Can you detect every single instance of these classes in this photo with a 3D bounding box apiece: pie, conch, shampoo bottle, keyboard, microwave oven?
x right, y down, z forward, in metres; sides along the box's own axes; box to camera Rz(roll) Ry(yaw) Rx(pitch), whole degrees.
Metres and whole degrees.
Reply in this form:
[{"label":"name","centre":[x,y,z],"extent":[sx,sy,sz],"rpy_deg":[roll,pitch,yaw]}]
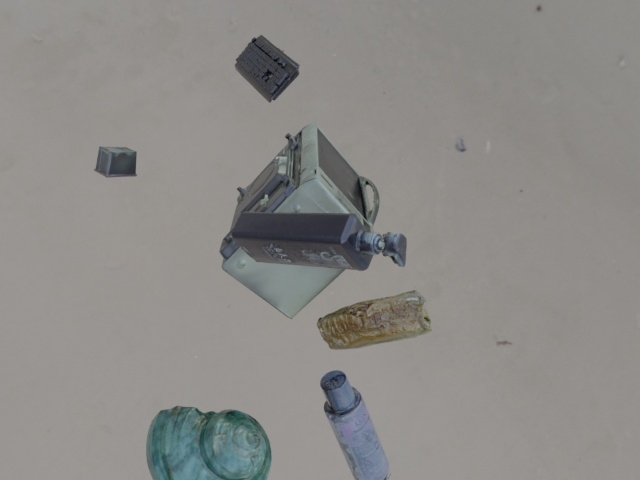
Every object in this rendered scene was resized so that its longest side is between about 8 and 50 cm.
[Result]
[{"label":"pie","centre":[0.133,0.194,1.573],"extent":[0.282,0.068,0.129],"rpy_deg":[-16,109,27]},{"label":"conch","centre":[-0.169,0.342,1.035],"extent":[0.202,0.134,0.196],"rpy_deg":[-36,105,11]},{"label":"shampoo bottle","centre":[0.000,0.000,1.090],"extent":[0.098,0.309,0.071],"rpy_deg":[55,49,-41]},{"label":"keyboard","centre":[-0.107,-0.339,1.275],"extent":[0.094,0.230,0.025],"rpy_deg":[-48,128,7]},{"label":"shampoo bottle","centre":[0.053,0.304,1.065],"extent":[0.072,0.072,0.214],"rpy_deg":[-28,118,-14]},{"label":"microwave oven","centre":[-0.055,-0.072,1.603],"extent":[0.247,0.394,0.333],"rpy_deg":[41,110,-19]}]

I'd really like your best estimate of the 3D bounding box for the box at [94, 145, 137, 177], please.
[{"label":"box","centre":[-0.476,-0.184,1.533],"extent":[0.084,0.060,0.063],"rpy_deg":[-9,117,-48]}]
